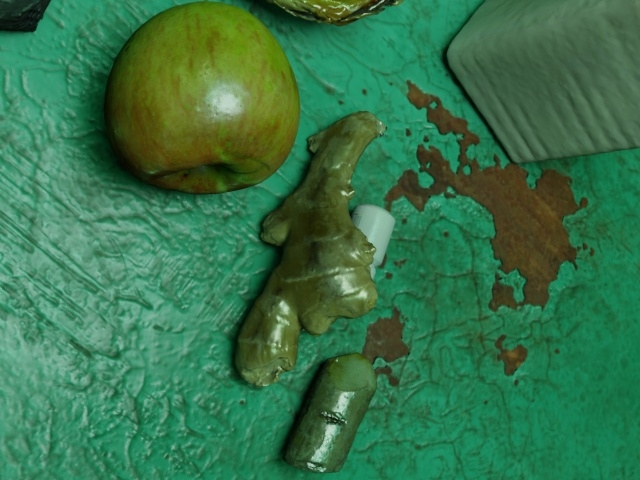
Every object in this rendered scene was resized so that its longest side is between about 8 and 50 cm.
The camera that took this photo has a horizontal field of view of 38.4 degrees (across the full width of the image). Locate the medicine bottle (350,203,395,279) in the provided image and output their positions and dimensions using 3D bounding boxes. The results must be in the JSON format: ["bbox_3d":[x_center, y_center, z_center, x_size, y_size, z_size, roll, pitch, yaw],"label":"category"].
[{"bbox_3d":[0.050,0.007,1.053,0.052,0.052,0.089,25,74,-23],"label":"medicine bottle"}]

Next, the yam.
[{"bbox_3d":[0.015,0.189,1.010,0.070,0.070,0.146,32,73,-21],"label":"yam"}]

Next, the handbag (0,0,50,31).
[{"bbox_3d":[-0.321,-0.324,0.887,0.175,0.089,0.270,21,76,-16],"label":"handbag"}]

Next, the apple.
[{"bbox_3d":[-0.115,-0.141,0.911,0.196,0.196,0.195,3,84,-27],"label":"apple"}]

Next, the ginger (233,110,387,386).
[{"bbox_3d":[0.000,0.000,1.003,0.081,0.148,0.333,36,60,-51],"label":"ginger"}]

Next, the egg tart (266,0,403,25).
[{"bbox_3d":[0.003,-0.369,1.022,0.279,0.095,0.278,1,86,-8],"label":"egg tart"}]

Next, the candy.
[{"bbox_3d":[0.327,-0.212,1.047,0.145,0.359,0.208,-43,111,-23],"label":"candy"}]
